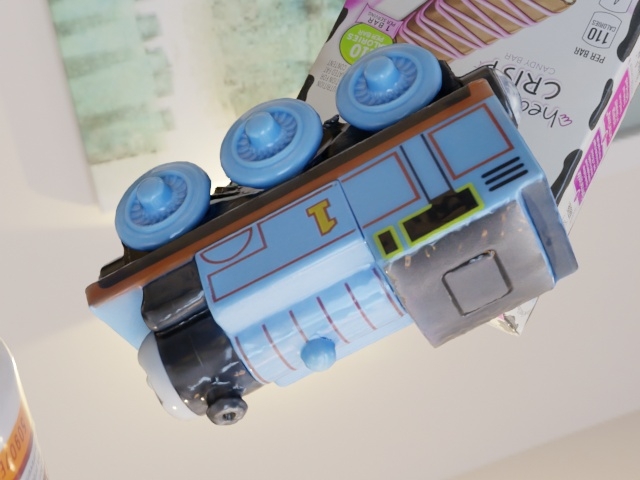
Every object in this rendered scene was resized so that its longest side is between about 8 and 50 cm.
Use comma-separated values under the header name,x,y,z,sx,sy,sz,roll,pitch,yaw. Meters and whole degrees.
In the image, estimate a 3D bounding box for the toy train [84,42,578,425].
name,x,y,z,sx,sy,sz,roll,pitch,yaw
toy train,0.000,0.000,0.373,0.184,0.080,0.105,-27,-133,6

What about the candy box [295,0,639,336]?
name,x,y,z,sx,sy,sz,roll,pitch,yaw
candy box,0.084,-0.087,0.546,0.159,0.233,0.071,23,174,23

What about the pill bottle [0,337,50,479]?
name,x,y,z,sx,sy,sz,roll,pitch,yaw
pill bottle,-0.250,0.256,0.596,0.224,0.392,0.224,-6,-152,3
